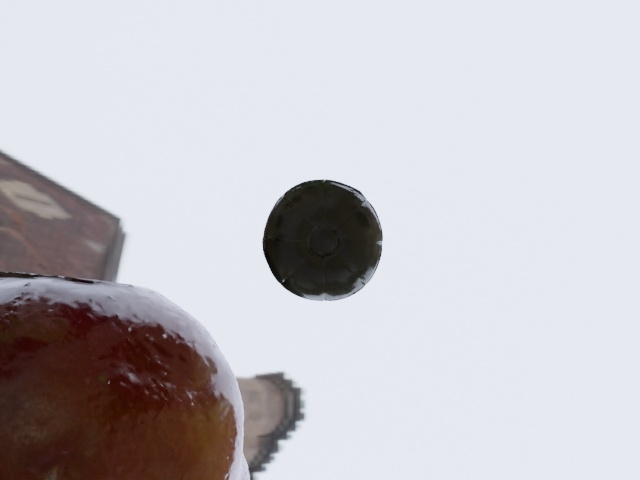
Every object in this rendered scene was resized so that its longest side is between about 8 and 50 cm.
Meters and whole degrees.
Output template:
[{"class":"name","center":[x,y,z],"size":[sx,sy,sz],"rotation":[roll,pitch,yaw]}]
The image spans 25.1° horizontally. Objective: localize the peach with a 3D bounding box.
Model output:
[{"class":"peach","center":[-0.250,0.182,1.288],"size":[0.335,0.405,0.310],"rotation":[-175,-94,-65]}]

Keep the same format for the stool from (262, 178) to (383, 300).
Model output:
[{"class":"stool","center":[0.000,0.000,1.152],"size":[0.096,0.110,0.096],"rotation":[0,-90,-3]}]
